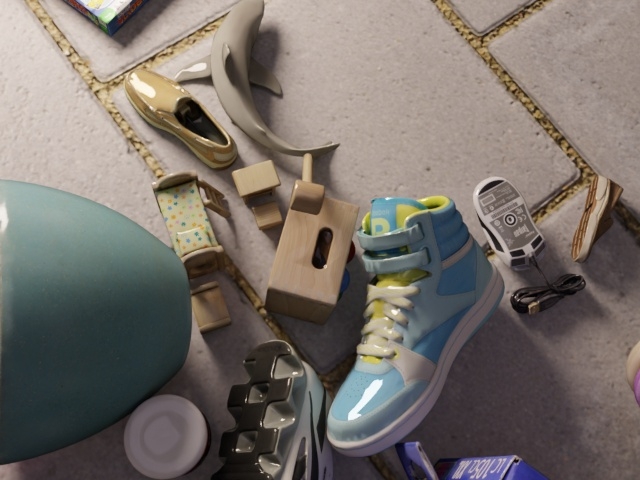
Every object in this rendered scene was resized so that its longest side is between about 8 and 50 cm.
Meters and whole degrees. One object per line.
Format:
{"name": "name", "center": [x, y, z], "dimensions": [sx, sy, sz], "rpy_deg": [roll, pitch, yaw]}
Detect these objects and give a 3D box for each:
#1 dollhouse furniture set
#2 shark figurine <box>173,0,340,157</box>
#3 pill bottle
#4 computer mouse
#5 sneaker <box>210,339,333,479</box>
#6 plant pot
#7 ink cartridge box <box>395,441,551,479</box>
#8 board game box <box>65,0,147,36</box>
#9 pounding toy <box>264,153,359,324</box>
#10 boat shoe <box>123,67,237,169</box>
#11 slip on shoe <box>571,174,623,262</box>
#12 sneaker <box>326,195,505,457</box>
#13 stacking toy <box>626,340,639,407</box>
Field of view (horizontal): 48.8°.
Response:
{"name": "dollhouse furniture set", "center": [-0.105, -0.001, 0.885], "dimensions": [0.160, 0.101, 0.182], "rpy_deg": [-19, 77, -11]}
{"name": "shark figurine", "center": [-0.097, -0.207, 0.943], "dimensions": [0.166, 0.116, 0.278], "rpy_deg": [-24, 76, -11]}
{"name": "pill bottle", "center": [-0.165, 0.220, 0.786], "dimensions": [0.086, 0.152, 0.086], "rpy_deg": [2, 73, -6]}
{"name": "computer mouse", "center": [0.270, 0.002, 0.960], "dimensions": [0.106, 0.042, 0.193], "rpy_deg": [-27, 84, -8]}
{"name": "sneaker", "center": [-0.050, 0.288, 0.769], "dimensions": [0.146, 0.122, 0.331], "rpy_deg": [45, 51, -37]}
{"name": "plant pot", "center": [-0.254, 0.082, 0.773], "dimensions": [0.195, 0.290, 0.290], "rpy_deg": [0, 72, -28]}
{"name": "ink cartridge box", "center": [0.231, 0.360, 0.728], "dimensions": [0.395, 0.270, 0.151], "rpy_deg": [33, 72, 4]}
{"name": "board game box", "center": [-0.288, -0.407, 1.019], "dimensions": [0.136, 0.035, 0.201], "rpy_deg": [37, 73, 5]}
{"name": "pounding toy", "center": [0.003, -0.010, 0.845], "dimensions": [0.094, 0.206, 0.181], "rpy_deg": [15, 72, -2]}
{"name": "boat shoe", "center": [-0.186, -0.175, 0.942], "dimensions": [0.190, 0.072, 0.068], "rpy_deg": [36, 73, 5]}
{"name": "slip on shoe", "center": [0.384, -0.027, 0.977], "dimensions": [0.041, 0.051, 0.135], "rpy_deg": [23, 65, 3]}
{"name": "sneaker", "center": [0.077, 0.073, 0.818], "dimensions": [0.319, 0.127, 0.208], "rpy_deg": [-49, 121, -31]}
{"name": "stacking toy", "center": [0.429, 0.243, 0.771], "dimensions": [0.141, 0.141, 0.330], "rpy_deg": [21, 36, 0]}
